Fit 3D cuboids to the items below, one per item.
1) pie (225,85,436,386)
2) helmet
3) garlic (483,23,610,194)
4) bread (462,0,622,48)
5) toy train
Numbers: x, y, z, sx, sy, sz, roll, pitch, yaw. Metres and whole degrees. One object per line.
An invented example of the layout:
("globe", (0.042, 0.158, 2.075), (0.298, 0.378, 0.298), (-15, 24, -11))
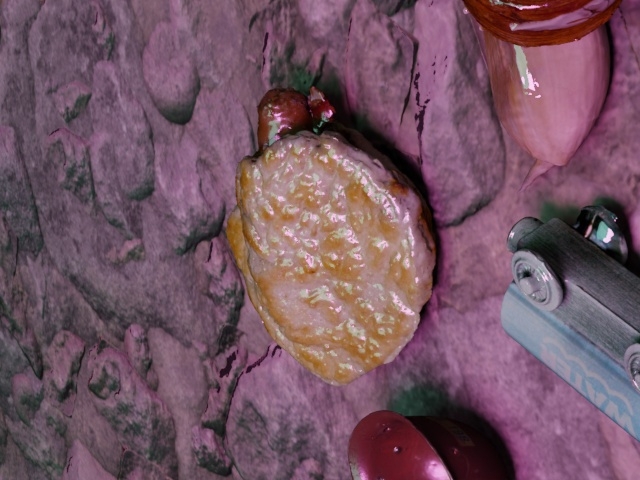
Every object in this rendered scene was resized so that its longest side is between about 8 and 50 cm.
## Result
("pie", (0.005, 0.008, 1.426), (0.257, 0.105, 0.274), (41, 133, 25))
("helmet", (0.113, 0.228, 1.356), (0.175, 0.106, 0.155), (22, 117, 50))
("garlic", (0.179, -0.133, 1.179), (0.128, 0.090, 0.198), (8, 115, 67))
("bread", (0.169, -0.231, 1.087), (0.160, 0.073, 0.161), (-7, 69, 18))
("toy train", (0.241, 0.083, 1.162), (0.248, 0.101, 0.159), (43, 148, 36))
